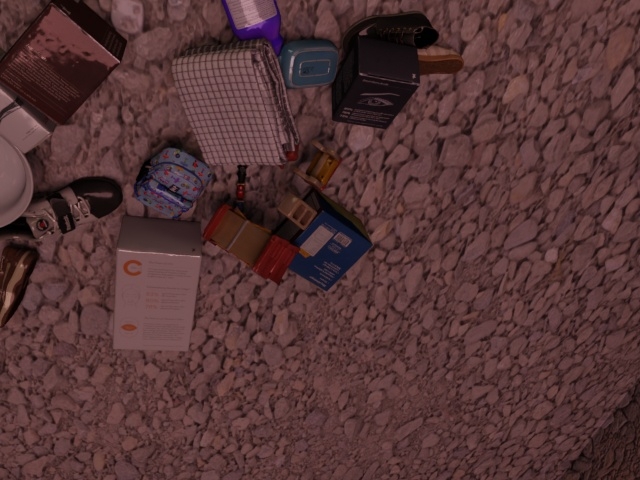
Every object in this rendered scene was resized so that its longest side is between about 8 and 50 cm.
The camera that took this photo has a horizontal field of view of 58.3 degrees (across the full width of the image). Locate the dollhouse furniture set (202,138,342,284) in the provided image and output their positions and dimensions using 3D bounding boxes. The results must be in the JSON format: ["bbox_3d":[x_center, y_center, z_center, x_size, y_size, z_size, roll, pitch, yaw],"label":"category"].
[{"bbox_3d":[-0.113,-0.096,1.509,0.374,0.201,0.152,-57,155,-2],"label":"dollhouse furniture set"}]

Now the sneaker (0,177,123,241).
[{"bbox_3d":[-0.665,-0.060,1.447,0.330,0.146,0.123,-15,124,-4],"label":"sneaker"}]

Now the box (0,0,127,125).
[{"bbox_3d":[-0.551,-0.393,1.229,0.203,0.168,0.167,-40,123,15],"label":"box"}]

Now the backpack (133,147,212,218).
[{"bbox_3d":[-0.363,-0.148,1.434,0.158,0.117,0.173,34,145,-30],"label":"backpack"}]

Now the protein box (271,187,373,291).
[{"bbox_3d":[0.000,0.000,1.643,0.199,0.136,0.201,33,111,-30],"label":"protein box"}]

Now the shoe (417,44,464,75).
[{"bbox_3d":[0.250,-0.457,1.447,0.218,0.058,0.077,-1,155,-8],"label":"shoe"}]

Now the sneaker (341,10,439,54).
[{"bbox_3d":[0.164,-0.485,1.363,0.221,0.118,0.083,-18,126,-1],"label":"sneaker"}]

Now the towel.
[{"bbox_3d":[-0.189,-0.317,1.343,0.234,0.121,0.284,2,130,25],"label":"towel"}]

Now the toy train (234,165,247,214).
[{"bbox_3d":[-0.217,-0.134,1.563,0.027,0.036,0.158,1,123,-13],"label":"toy train"}]

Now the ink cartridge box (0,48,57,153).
[{"bbox_3d":[-0.687,-0.314,1.262,0.086,0.153,0.208,-34,123,11],"label":"ink cartridge box"}]

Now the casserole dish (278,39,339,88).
[{"bbox_3d":[-0.023,-0.416,1.368,0.188,0.037,0.114,-16,130,-36],"label":"casserole dish"}]

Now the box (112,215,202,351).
[{"bbox_3d":[-0.457,0.126,1.604,0.214,0.168,0.346,5,123,-16],"label":"box"}]

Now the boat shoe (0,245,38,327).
[{"bbox_3d":[-0.859,0.120,1.565,0.095,0.095,0.258,28,108,-12],"label":"boat shoe"}]

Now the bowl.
[{"bbox_3d":[-0.815,-0.178,1.334,0.297,0.134,0.298,-6,123,-9],"label":"bowl"}]

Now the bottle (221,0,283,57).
[{"bbox_3d":[-0.150,-0.507,1.291,0.118,0.092,0.283,-21,126,-1],"label":"bottle"}]

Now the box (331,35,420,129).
[{"bbox_3d":[0.127,-0.372,1.378,0.153,0.108,0.207,6,158,-17],"label":"box"}]
